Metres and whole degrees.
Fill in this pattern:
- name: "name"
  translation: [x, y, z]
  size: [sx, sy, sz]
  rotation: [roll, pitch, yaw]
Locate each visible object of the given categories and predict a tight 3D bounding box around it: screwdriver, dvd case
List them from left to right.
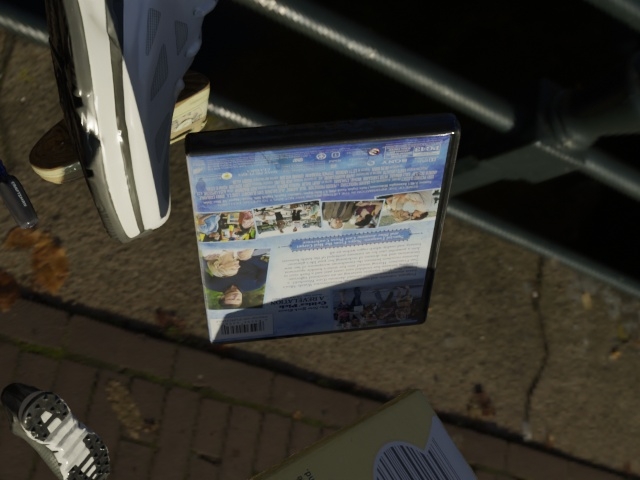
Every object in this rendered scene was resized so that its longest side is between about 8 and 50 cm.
- name: "screwdriver"
  translation: [-0.309, -0.088, 1.060]
  size: [0.025, 0.024, 0.170]
  rotation: [-25, 86, -10]
- name: "dvd case"
  translation: [0.000, 0.000, 0.832]
  size: [0.180, 0.253, 0.022]
  rotation: [-6, 56, -5]

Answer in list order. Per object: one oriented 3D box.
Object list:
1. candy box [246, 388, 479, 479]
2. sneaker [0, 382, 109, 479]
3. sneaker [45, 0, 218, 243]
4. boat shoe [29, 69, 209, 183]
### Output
- name: "candy box"
  translation: [-0.077, 0.167, 0.394]
  size: [0.087, 0.183, 0.316]
  rotation: [57, 31, 12]
- name: "sneaker"
  translation: [-0.375, 0.272, 1.591]
  size: [0.078, 0.106, 0.234]
  rotation: [-48, 139, -23]
- name: "sneaker"
  translation: [-0.088, -0.210, 0.908]
  size: [0.257, 0.169, 0.447]
  rotation: [-10, 122, -17]
- name: "boat shoe"
  translation: [-0.262, -0.139, 1.544]
  size: [0.285, 0.104, 0.089]
  rotation: [-31, 138, -31]
